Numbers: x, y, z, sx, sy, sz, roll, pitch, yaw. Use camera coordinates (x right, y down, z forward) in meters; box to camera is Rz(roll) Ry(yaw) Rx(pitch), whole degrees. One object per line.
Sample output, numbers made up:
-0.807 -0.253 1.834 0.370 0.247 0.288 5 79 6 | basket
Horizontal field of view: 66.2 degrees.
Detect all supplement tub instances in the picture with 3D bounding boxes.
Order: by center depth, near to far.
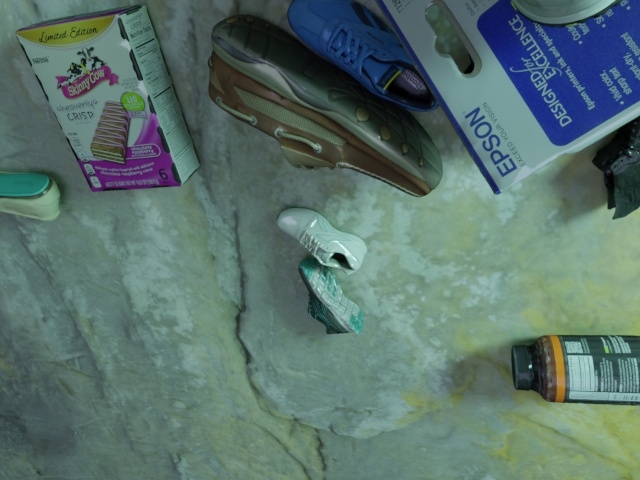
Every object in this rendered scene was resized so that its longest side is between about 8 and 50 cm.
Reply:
0.404 0.199 0.763 0.197 0.106 0.106 -3 124 17 | supplement tub

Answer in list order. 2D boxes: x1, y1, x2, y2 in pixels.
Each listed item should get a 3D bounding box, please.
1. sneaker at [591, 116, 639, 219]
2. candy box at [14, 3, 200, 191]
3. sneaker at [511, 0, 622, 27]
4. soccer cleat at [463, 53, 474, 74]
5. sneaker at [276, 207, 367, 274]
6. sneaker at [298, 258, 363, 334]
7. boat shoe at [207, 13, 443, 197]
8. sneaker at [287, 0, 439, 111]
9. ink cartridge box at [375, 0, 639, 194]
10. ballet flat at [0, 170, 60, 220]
0.368 -0.110 0.583 0.089 0.051 0.170 -24 119 23 | sneaker
-0.283 -0.187 0.681 0.159 0.071 0.234 -2 124 16 | candy box
0.138 -0.352 0.333 0.145 0.147 0.385 -20 86 34 | sneaker
0.314 -0.204 0.504 0.331 0.116 0.143 -23 126 33 | soccer cleat
0.000 0.000 0.751 0.152 0.061 0.054 26 129 -3 | sneaker
0.002 0.103 0.825 0.076 0.065 0.167 -21 116 30 | sneaker
0.002 -0.149 0.616 0.324 0.123 0.116 34 130 1 | boat shoe
0.053 -0.217 0.566 0.209 0.082 0.069 30 122 -6 | sneaker
0.216 -0.248 0.426 0.307 0.072 0.304 -34 79 34 | ink cartridge box
-0.555 -0.079 0.828 0.248 0.086 0.086 10 127 6 | ballet flat
